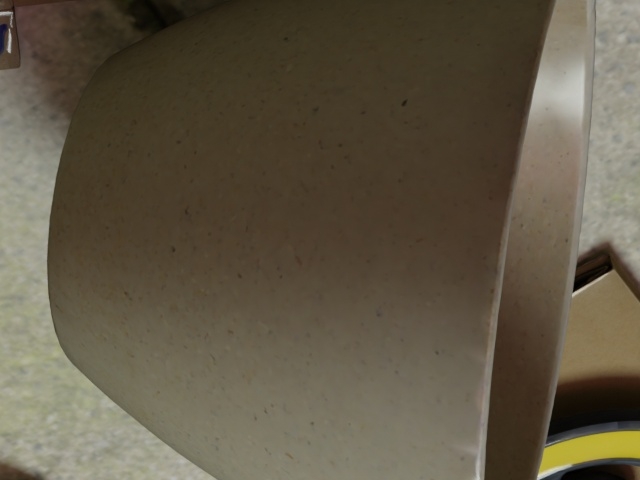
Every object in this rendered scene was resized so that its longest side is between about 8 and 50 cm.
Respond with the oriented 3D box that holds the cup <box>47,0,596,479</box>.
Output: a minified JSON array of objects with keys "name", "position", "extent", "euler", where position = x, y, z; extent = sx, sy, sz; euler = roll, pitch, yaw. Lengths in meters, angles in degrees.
[{"name":"cup","position":[0.000,0.000,1.022],"extent":[0.236,0.331,0.331],"euler":[8,135,13]}]

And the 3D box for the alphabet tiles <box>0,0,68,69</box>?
[{"name":"alphabet tiles","position":[-0.238,-0.158,0.993],"extent":[0.237,0.009,0.198],"euler":[-7,133,-8]}]

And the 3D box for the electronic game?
[{"name":"electronic game","position":[0.178,0.196,1.362],"extent":[0.229,0.048,0.229],"euler":[-8,134,-9]}]

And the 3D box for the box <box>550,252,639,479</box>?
[{"name":"box","position":[0.165,0.106,1.324],"extent":[0.164,0.021,0.201],"euler":[-30,131,14]}]
